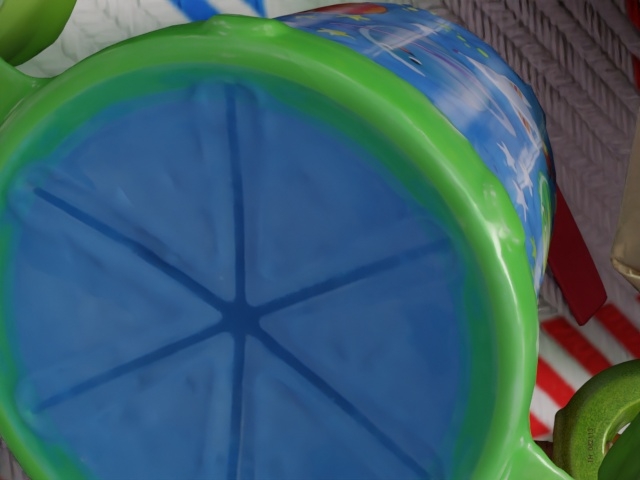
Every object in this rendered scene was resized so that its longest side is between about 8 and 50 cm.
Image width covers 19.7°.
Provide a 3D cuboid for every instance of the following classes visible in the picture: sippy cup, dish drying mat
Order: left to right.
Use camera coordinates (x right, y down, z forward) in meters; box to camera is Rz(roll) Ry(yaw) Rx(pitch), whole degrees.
[{"bbox_3d":[0.000,0.000,0.789,0.305,0.240,0.224,68,26,-11],"label":"sippy cup"},{"bbox_3d":[0.139,0.006,1.052,0.032,0.008,0.083,-41,113,-33],"label":"dish drying mat"}]

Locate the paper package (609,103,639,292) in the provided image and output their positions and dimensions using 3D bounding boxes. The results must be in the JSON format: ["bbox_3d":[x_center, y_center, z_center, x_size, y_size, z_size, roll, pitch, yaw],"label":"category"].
[{"bbox_3d":[0.284,-0.091,0.892,0.309,0.168,0.325,34,65,-59],"label":"paper package"}]

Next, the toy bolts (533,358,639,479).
[{"bbox_3d":[0.095,0.185,0.966,0.218,0.158,0.228,61,31,-71],"label":"toy bolts"}]
